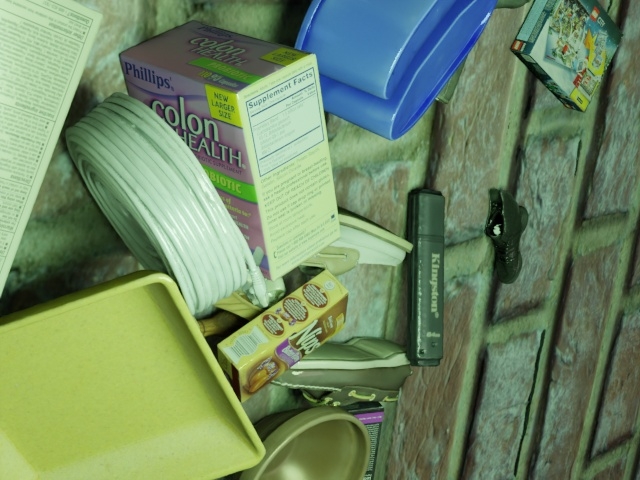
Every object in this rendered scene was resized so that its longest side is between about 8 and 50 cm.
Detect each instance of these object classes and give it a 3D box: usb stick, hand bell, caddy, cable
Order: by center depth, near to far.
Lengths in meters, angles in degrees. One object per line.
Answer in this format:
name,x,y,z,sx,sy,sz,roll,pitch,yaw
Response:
cable,-0.181,-0.038,1.192,0.089,0.257,0.257,-37,134,-16
caddy,0.091,-0.302,1.415,0.341,0.179,0.241,-53,160,-15
hand bell,-0.157,0.116,1.419,0.242,0.126,0.126,-6,113,-57
usb stick,0.165,0.057,1.691,0.077,0.045,0.278,8,82,-54

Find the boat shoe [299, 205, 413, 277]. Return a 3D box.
boat shoe,0.000,0.000,1.516,0.302,0.113,0.103,17,96,-38

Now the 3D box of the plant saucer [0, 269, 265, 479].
plant saucer,-0.269,0.177,1.235,0.332,0.081,0.333,-18,131,4

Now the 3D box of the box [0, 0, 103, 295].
box,-0.352,-0.113,1.071,0.148,0.121,0.311,19,94,-49

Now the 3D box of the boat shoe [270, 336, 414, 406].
boat shoe,0.029,0.205,1.634,0.324,0.116,0.097,4,102,-53

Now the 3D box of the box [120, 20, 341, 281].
box,-0.103,-0.108,1.266,0.117,0.213,0.243,-32,129,-33

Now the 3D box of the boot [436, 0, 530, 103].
boot,0.220,-0.306,1.622,0.189,0.076,0.209,12,92,-34

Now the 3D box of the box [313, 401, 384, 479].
box,0.037,0.339,1.742,0.116,0.029,0.162,-2,110,-24

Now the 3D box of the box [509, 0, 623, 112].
box,0.424,-0.339,1.844,0.233,0.044,0.159,30,86,-49

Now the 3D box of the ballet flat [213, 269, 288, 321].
ballet flat,-0.088,0.068,1.445,0.073,0.080,0.232,-28,155,23

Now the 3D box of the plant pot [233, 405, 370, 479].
plant pot,-0.048,0.333,1.603,0.237,0.109,0.237,-24,130,-32

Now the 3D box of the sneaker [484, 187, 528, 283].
sneaker,0.316,-0.006,1.888,0.089,0.051,0.170,-2,105,-46

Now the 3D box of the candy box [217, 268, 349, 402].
candy box,-0.049,0.128,1.455,0.186,0.053,0.109,-36,156,-21
